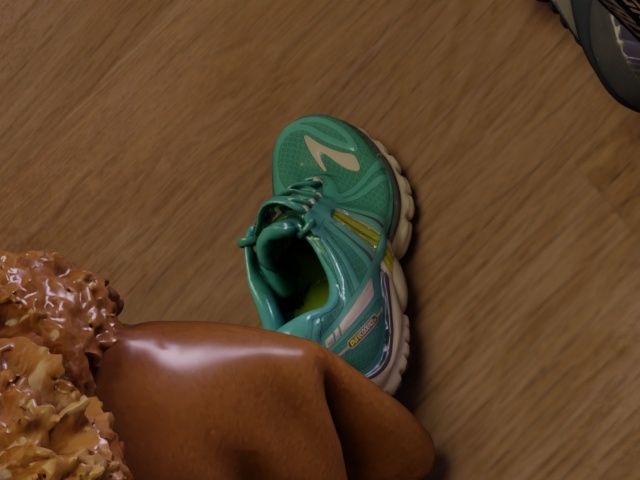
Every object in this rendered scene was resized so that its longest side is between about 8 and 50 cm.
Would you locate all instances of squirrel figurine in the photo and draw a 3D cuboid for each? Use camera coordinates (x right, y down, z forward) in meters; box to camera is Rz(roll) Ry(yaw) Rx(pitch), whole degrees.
[{"bbox_3d":[-0.138,0.215,0.989,0.281,0.397,0.370,-18,42,28],"label":"squirrel figurine"}]

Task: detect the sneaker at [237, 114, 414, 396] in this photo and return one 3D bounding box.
[{"bbox_3d":[0.000,0.000,1.215,0.107,0.110,0.275,-33,37,22],"label":"sneaker"}]

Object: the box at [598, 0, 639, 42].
[{"bbox_3d":[0.298,-0.180,0.915,0.295,0.293,0.073,-56,39,-2],"label":"box"}]

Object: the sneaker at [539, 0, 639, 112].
[{"bbox_3d":[0.180,-0.185,1.196,0.131,0.112,0.319,-44,36,39],"label":"sneaker"}]
